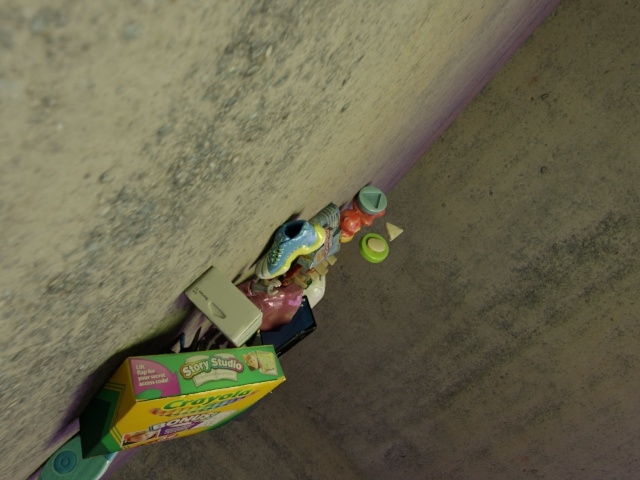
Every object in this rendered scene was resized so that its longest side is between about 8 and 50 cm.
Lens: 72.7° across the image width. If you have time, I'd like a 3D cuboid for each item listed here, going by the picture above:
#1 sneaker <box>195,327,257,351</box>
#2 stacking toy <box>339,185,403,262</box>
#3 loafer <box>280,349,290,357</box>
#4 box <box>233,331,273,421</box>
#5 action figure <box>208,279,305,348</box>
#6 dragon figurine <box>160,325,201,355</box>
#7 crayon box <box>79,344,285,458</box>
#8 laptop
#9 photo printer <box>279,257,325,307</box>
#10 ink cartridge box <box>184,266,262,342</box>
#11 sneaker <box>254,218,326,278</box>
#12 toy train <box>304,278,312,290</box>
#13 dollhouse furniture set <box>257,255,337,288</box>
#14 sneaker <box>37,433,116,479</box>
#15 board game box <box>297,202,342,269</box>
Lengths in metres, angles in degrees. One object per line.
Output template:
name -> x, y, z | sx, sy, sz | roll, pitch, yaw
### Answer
sneaker -> -0.381, 0.396, 1.603 | 0.410, 0.158, 0.182 | -43, -171, 14
stacking toy -> 0.220, -0.078, 1.827 | 0.309, 0.279, 0.130 | -47, 177, -34
loafer -> -0.203, 0.513, 2.157 | 0.130, 0.134, 0.366 | -50, 167, 28
box -> -0.328, 0.522, 1.784 | 0.343, 0.179, 0.312 | -51, -153, 41
action figure -> -0.214, 0.183, 1.271 | 0.370, 0.276, 0.248 | 9, 104, -60
dragon figurine -> -0.377, 0.313, 1.184 | 0.085, 0.144, 0.289 | -39, 152, -37
crayon box -> -0.318, 0.370, 1.019 | 0.363, 0.106, 0.313 | 7, 139, -44
laptop -> -0.144, 0.304, 1.434 | 0.234, 0.136, 0.264 | -40, 165, 14
photo printer -> -0.096, 0.213, 1.897 | 0.307, 0.107, 0.256 | -48, -153, 23
ink cartridge box -> -0.212, 0.158, 0.987 | 0.087, 0.153, 0.208 | -45, 175, -17
sneaker -> -0.108, 0.013, 1.196 | 0.240, 0.091, 0.126 | -35, 144, 12
toy train -> -0.045, 0.165, 1.692 | 0.024, 0.017, 0.083 | -18, -159, 44
dollhouse furniture set -> -0.109, 0.128, 1.632 | 0.262, 0.135, 0.259 | -34, -170, 44
sneaker -> -0.584, 0.555, 1.177 | 0.319, 0.127, 0.208 | -42, 171, -29
board game box -> 0.000, 0.000, 1.497 | 0.194, 0.060, 0.194 | -43, 148, -40
